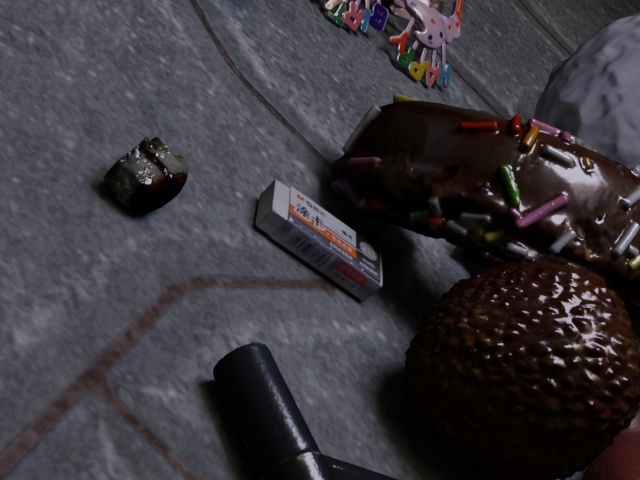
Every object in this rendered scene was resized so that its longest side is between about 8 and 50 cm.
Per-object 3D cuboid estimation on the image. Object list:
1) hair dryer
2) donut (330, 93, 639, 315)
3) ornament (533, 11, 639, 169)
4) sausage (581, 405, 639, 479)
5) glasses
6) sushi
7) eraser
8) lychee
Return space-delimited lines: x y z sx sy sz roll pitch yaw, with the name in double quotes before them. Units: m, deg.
"hair dryer" 0.023 0.160 0.954 0.195 0.050 0.173 16 40 -51
"donut" 0.197 -0.031 1.255 0.345 0.136 0.259 19 -3 -34
"ornament" 0.403 -0.110 1.533 0.337 0.337 0.337 34 29 -22
"sausage" 0.309 0.214 1.187 0.148 0.148 0.254 51 23 10
"glasses" 0.068 -0.286 1.619 0.255 0.095 0.162 35 56 -24
"sushi" -0.125 -0.051 1.027 0.046 0.044 0.083 45 29 0
"eraser" 0.000 0.000 1.152 0.122 0.029 0.052 36 28 -21
"lychee" 0.166 0.104 1.087 0.194 0.194 0.194 34 29 -22
